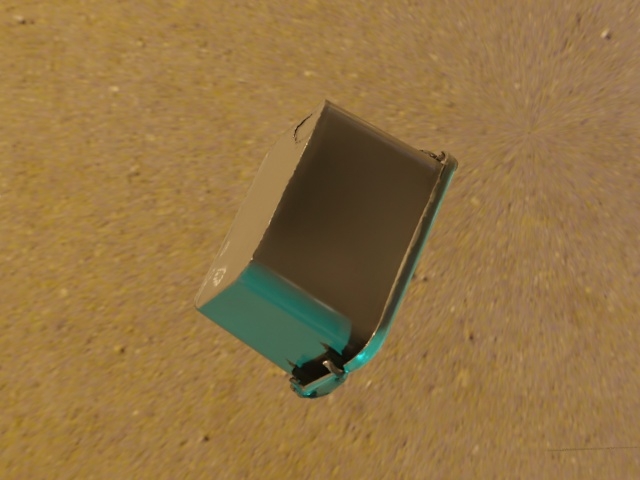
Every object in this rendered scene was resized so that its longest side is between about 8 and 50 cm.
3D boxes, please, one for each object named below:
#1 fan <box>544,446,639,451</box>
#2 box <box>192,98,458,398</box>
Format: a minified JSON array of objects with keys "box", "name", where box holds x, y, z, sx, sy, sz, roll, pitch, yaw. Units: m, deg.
[{"box":[0.411,0.178,1.226,0.415,0.233,0.012,-2,84,0],"name":"fan"},{"box":[0.000,0.000,1.193,0.135,0.163,0.243,33,61,-13],"name":"box"}]
